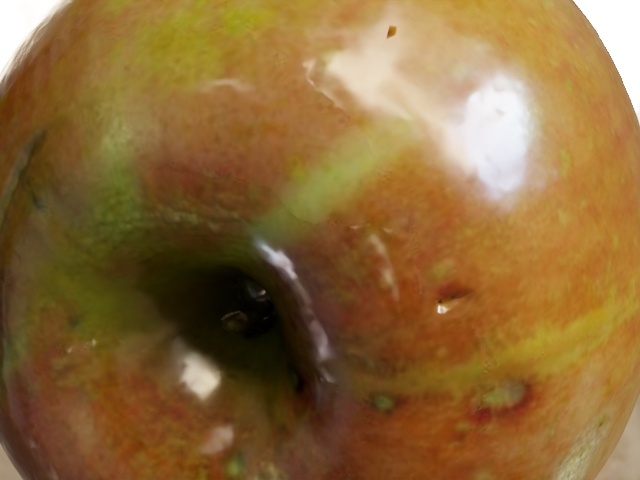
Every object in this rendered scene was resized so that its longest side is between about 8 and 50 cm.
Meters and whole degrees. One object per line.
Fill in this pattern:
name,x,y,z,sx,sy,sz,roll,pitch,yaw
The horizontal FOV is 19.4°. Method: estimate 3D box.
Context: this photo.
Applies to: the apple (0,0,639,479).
apple,0.000,0.000,0.512,0.196,0.196,0.196,-43,-171,9
